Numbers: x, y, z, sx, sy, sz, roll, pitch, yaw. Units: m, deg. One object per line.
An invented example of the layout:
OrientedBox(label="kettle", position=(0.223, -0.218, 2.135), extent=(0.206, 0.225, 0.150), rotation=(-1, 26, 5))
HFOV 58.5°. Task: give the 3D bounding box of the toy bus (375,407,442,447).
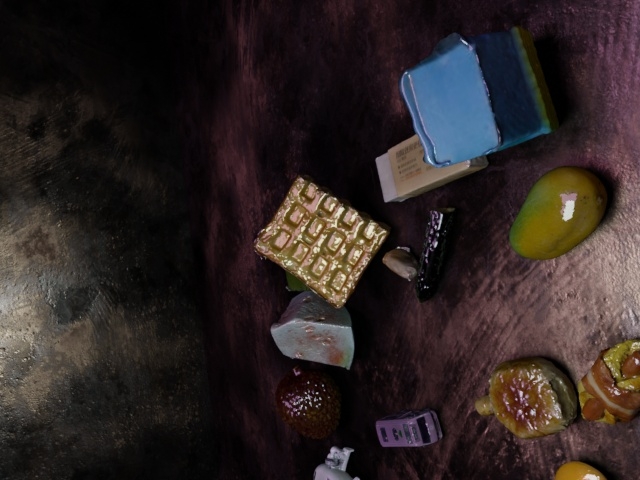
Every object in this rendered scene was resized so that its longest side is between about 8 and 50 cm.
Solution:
OrientedBox(label="toy bus", position=(0.256, 0.553, 1.676), extent=(0.199, 0.108, 0.096), rotation=(-31, 71, 54))

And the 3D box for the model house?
OrientedBox(label="model house", position=(0.361, -0.308, 1.196), extent=(0.215, 0.303, 0.237), rotation=(-15, 94, 64))

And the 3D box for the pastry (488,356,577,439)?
OrientedBox(label="pastry", position=(0.483, 0.357, 1.310), extent=(0.192, 0.093, 0.182), rotation=(-38, 63, 48))

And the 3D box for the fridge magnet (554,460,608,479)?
OrientedBox(label="fridge magnet", position=(0.576, 0.549, 1.236), extent=(0.143, 0.063, 0.143), rotation=(16, 110, 53))

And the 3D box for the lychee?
OrientedBox(label="lychee", position=(-0.038, 0.570, 2.021), extent=(0.236, 0.236, 0.271), rotation=(-19, 100, 56))

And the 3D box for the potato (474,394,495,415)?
OrientedBox(label="potato", position=(0.428, 0.419, 1.453), extent=(0.083, 0.040, 0.051), rotation=(-29, 62, 53))

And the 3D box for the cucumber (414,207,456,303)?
OrientedBox(label="cucumber", position=(0.306, 0.046, 1.545), extent=(0.072, 0.072, 0.300), rotation=(35, 126, 48))

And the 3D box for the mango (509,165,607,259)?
OrientedBox(label="mango", position=(0.489, -0.047, 1.205), extent=(0.156, 0.114, 0.251), rotation=(54, 137, 25))

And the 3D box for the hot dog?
OrientedBox(label="hot dog", position=(0.591, 0.288, 1.135), extent=(0.123, 0.093, 0.261), rotation=(50, 135, 40))

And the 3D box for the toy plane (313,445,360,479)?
OrientedBox(label="toy plane", position=(0.069, 0.862, 2.007), extent=(0.267, 0.123, 0.266), rotation=(-27, 55, 48))

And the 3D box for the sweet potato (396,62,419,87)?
OrientedBox(label="sweet potato", position=(0.312, -0.409, 1.424), extent=(0.292, 0.097, 0.097), rotation=(4, 100, 52))

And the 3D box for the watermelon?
OrientedBox(label="watermelon", position=(-0.045, 0.307, 1.949), extent=(0.387, 0.258, 0.228), rotation=(26, 115, 56))

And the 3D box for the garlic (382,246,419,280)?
OrientedBox(label="garlic", position=(0.242, 0.075, 1.633), extent=(0.152, 0.084, 0.066), rotation=(42, 151, 47))

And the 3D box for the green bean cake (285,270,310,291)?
OrientedBox(label="green bean cake", position=(-0.015, 0.044, 1.943), extent=(0.247, 0.156, 0.249), rotation=(-12, 85, 55))

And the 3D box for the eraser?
OrientedBox(label="eraser", position=(0.283, -0.209, 1.519), extent=(0.343, 0.078, 0.144), rotation=(-21, 78, 57))

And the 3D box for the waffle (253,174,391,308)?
OrientedBox(label="waffle", position=(0.000, 0.000, 1.759), extent=(0.348, 0.077, 0.304), rotation=(35, 105, 10))
